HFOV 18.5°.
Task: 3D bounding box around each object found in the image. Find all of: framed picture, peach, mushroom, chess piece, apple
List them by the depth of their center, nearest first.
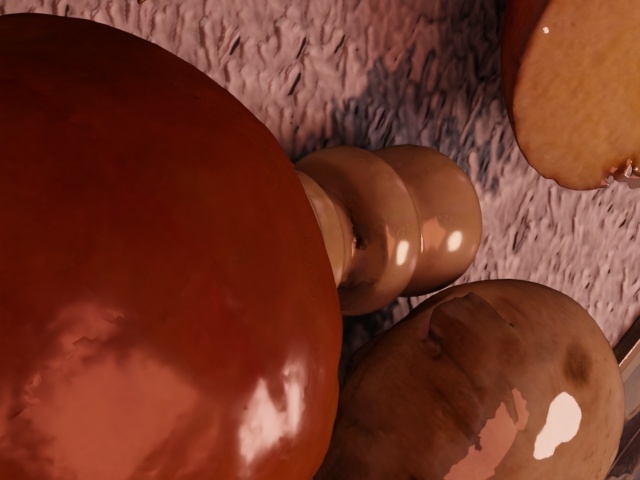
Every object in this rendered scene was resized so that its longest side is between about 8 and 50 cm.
[{"bbox_3d":[-0.167,0.043,1.001,0.343,0.343,0.301,-33,97,-30],"label":"peach"},{"bbox_3d":[0.000,0.000,1.264,0.261,0.143,0.142,-8,108,-46],"label":"chess piece"},{"bbox_3d":[0.097,0.132,1.330,0.255,0.184,0.255,-19,129,-25],"label":"mushroom"},{"bbox_3d":[0.250,-0.163,1.397,0.293,0.163,0.251,21,117,-30],"label":"apple"},{"bbox_3d":[0.262,0.149,1.606,0.203,0.015,0.150,-48,129,-19],"label":"framed picture"}]

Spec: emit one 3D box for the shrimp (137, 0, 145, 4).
[{"bbox_3d":[-0.125,-0.281,1.115,0.152,0.063,0.287,-40,125,-39],"label":"shrimp"}]
